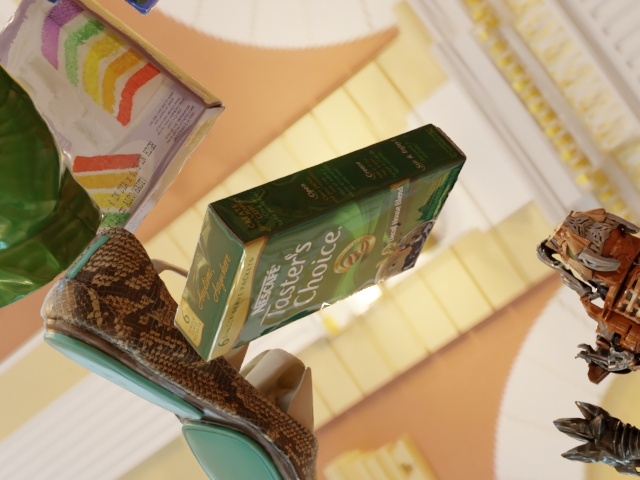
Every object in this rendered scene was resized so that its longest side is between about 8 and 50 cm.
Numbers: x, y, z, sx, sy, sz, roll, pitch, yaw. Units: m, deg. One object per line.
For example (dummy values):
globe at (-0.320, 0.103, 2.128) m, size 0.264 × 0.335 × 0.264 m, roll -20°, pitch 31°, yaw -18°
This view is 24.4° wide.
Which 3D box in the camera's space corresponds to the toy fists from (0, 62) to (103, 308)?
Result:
toy fists at (-0.249, -0.009, 0.716) m, size 0.142 × 0.279 × 0.096 m, roll 56°, pitch -151°, yaw -25°

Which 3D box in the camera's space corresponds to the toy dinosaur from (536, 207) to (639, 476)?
toy dinosaur at (0.301, 0.107, 1.189) m, size 0.164 × 0.218 × 0.322 m, roll -31°, pitch -99°, yaw -28°

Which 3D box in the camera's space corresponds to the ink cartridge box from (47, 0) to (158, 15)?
ink cartridge box at (-0.146, -0.237, 0.649) m, size 0.311 × 0.186 × 0.065 m, roll 34°, pitch -154°, yaw -27°

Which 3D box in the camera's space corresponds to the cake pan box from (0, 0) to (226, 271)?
cake pan box at (-0.278, -0.122, 1.643) m, size 0.245 × 0.267 × 0.070 m, roll 41°, pitch -163°, yaw 8°

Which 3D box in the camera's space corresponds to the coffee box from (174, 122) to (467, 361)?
coffee box at (0.000, 0.000, 0.927) m, size 0.184 × 0.113 × 0.040 m, roll -21°, pitch -122°, yaw -36°

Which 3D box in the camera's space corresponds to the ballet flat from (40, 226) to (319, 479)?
ballet flat at (-0.109, 0.154, 1.627) m, size 0.483 × 0.164 × 0.182 m, roll 50°, pitch -119°, yaw -39°
